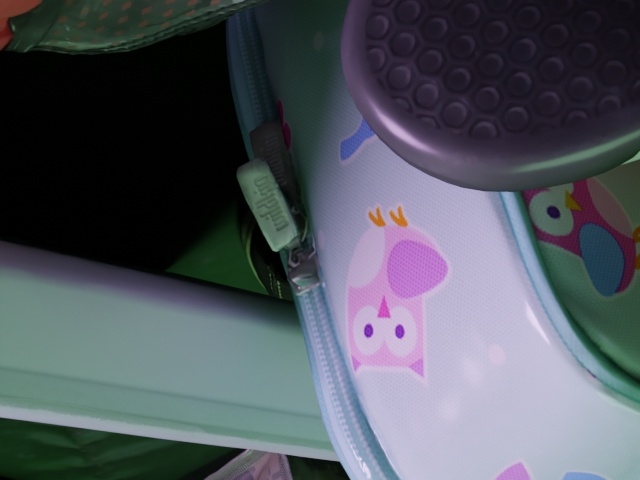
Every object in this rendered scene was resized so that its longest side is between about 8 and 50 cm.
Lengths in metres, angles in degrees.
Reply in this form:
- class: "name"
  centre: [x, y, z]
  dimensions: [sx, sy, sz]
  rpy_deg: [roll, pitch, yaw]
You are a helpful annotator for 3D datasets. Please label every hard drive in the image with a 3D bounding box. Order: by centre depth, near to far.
- class: "hard drive"
  centre: [-0.118, 0.017, 0.541]
  dimensions: [0.353, 0.047, 0.233]
  rpy_deg: [15, 177, -44]

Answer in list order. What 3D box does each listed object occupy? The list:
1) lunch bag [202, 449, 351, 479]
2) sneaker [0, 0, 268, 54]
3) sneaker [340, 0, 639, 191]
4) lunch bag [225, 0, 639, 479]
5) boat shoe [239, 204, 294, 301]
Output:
- class: "lunch bag"
  centre: [0.024, 0.276, 0.981]
  dimensions: [0.169, 0.287, 0.235]
  rpy_deg: [-30, 148, 31]
- class: "sneaker"
  centre: [-0.020, -0.127, 0.376]
  dimensions: [0.135, 0.097, 0.276]
  rpy_deg: [0, 153, -25]
- class: "sneaker"
  centre: [0.123, -0.081, 0.451]
  dimensions: [0.270, 0.090, 0.145]
  rpy_deg: [-41, 160, -11]
- class: "lunch bag"
  centre: [0.106, -0.005, 0.534]
  dimensions: [0.279, 0.224, 0.108]
  rpy_deg: [7, 147, -37]
- class: "boat shoe"
  centre: [0.000, 0.000, 0.689]
  dimensions: [0.056, 0.049, 0.152]
  rpy_deg: [-10, 154, -7]
